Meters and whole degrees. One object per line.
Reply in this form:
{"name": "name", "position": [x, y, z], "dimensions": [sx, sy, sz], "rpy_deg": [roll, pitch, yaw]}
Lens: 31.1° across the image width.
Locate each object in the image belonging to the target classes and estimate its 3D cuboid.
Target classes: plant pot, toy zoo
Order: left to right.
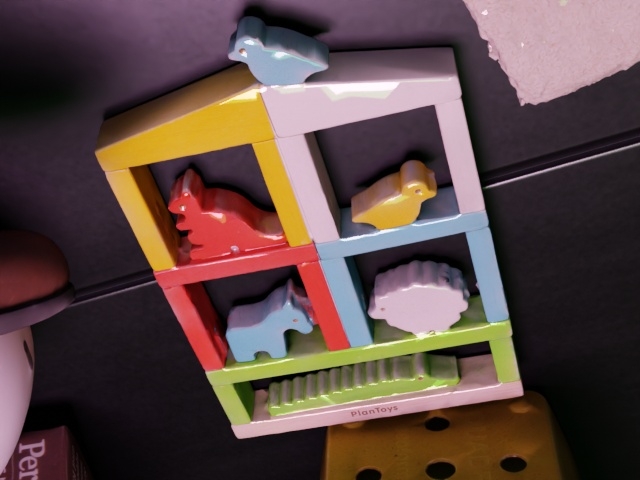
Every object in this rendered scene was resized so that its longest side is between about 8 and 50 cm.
{"name": "toy zoo", "position": [0.000, 0.000, 0.649], "dimensions": [0.192, 0.030, 0.293], "rpy_deg": [-11, 131, 11]}
{"name": "plant pot", "position": [0.086, 0.218, 0.744], "dimensions": [0.212, 0.212, 0.187], "rpy_deg": [-7, 119, 7]}

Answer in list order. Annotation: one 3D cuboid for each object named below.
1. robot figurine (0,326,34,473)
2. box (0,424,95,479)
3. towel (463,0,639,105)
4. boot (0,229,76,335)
{"name": "robot figurine", "position": [-0.295, 0.062, 0.611], "dimensions": [0.278, 0.174, 0.209], "rpy_deg": [19, 164, -15]}
{"name": "box", "position": [-0.331, 0.259, 0.735], "dimensions": [0.381, 0.191, 0.143], "rpy_deg": [-9, 142, -5]}
{"name": "towel", "position": [0.107, -0.189, 0.463], "dimensions": [0.187, 0.049, 0.282], "rpy_deg": [-23, 129, 22]}
{"name": "boot", "position": [-0.227, -0.099, 0.480], "dimensions": [0.264, 0.096, 0.280], "rpy_deg": [7, 98, -1]}
